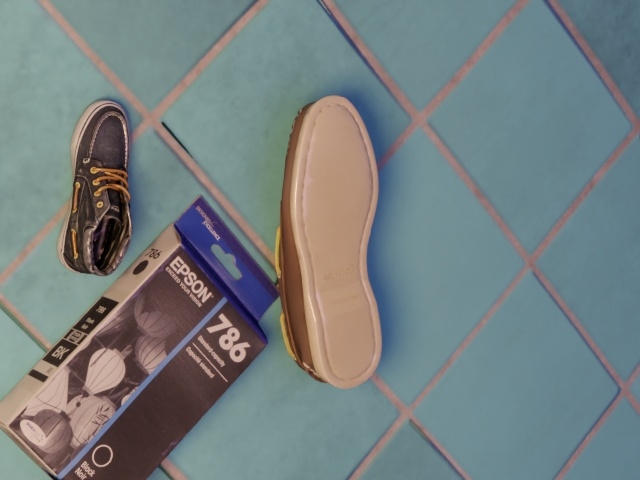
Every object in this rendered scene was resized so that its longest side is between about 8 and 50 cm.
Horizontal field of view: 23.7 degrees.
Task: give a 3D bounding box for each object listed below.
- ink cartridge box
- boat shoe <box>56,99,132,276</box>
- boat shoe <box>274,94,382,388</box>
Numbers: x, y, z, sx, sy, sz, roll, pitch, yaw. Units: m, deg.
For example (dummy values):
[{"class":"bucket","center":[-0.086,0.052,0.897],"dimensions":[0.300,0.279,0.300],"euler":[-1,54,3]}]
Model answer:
[{"class":"ink cartridge box","center":[-0.179,0.123,1.629],"dimensions":[0.332,0.065,0.165],"euler":[-49,117,-18]},{"class":"boat shoe","center":[-0.219,-0.052,1.568],"dimensions":[0.065,0.083,0.183],"euler":[9,91,-33]},{"class":"boat shoe","center":[0.000,0.000,1.703],"dimensions":[0.117,0.097,0.324],"euler":[-12,102,-32]}]
